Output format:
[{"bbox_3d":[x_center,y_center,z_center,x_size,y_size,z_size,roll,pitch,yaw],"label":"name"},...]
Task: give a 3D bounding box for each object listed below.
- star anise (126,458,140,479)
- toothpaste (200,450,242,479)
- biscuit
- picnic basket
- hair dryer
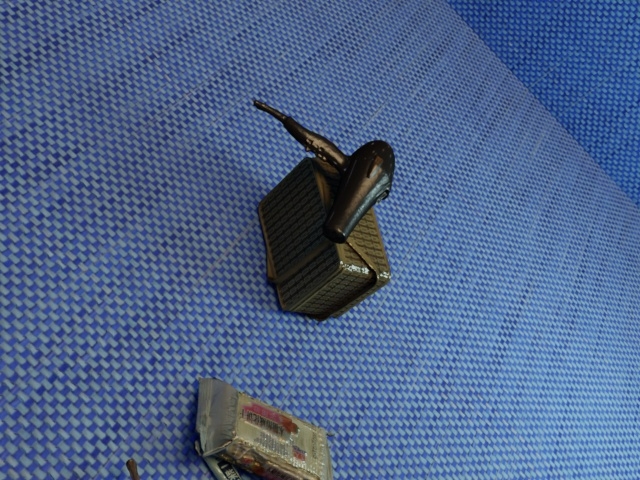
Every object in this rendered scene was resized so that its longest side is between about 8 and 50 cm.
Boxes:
[{"bbox_3d":[-0.281,0.483,1.398,0.231,0.089,0.209,61,32,-5],"label":"star anise"},{"bbox_3d":[-0.151,0.468,1.573,0.056,0.036,0.205,-13,65,-54],"label":"toothpaste"},{"bbox_3d":[-0.105,0.386,1.631,0.309,0.079,0.186,32,30,-22],"label":"biscuit"},{"bbox_3d":[0.000,0.000,1.916,0.175,0.228,0.313,12,53,-39],"label":"picnic basket"},{"bbox_3d":[-0.018,-0.173,1.815,0.359,0.120,0.304,35,51,-1],"label":"hair dryer"}]
